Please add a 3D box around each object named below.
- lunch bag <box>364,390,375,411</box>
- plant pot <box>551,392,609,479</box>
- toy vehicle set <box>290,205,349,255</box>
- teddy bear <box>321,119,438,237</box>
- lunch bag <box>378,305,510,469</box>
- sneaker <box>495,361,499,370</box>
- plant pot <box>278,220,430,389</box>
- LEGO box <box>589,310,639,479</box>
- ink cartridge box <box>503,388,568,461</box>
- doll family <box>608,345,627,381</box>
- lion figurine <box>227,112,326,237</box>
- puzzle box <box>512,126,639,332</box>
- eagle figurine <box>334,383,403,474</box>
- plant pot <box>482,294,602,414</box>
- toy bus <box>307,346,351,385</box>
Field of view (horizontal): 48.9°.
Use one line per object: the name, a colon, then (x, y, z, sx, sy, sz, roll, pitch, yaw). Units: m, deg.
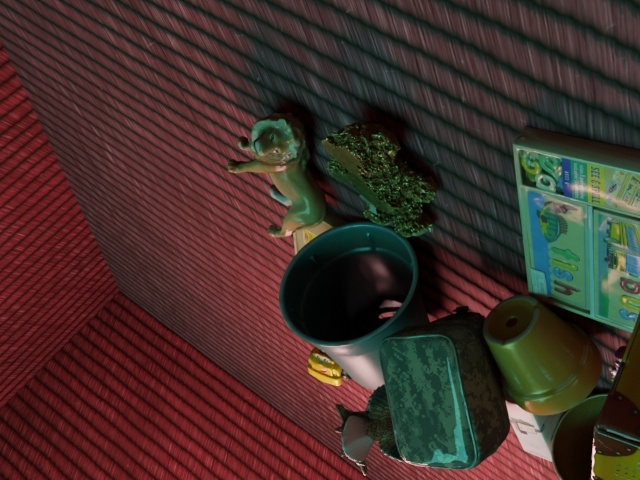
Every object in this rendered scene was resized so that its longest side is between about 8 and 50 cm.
lunch bag: (0.215, 0.438, 2.000, 0.138, 0.293, 0.221, 41, 155, 0)
plant pot: (0.688, 0.504, 1.574, 0.254, 0.237, 0.237, 38, 159, -30)
toy vehicle set: (0.000, 0.000, 1.908, 0.166, 0.035, 0.267, 32, 153, 20)
teddy bear: (0.132, -0.130, 1.471, 0.338, 0.113, 0.245, 48, 162, -30)
lunch bag: (0.288, 0.314, 1.517, 0.212, 0.256, 0.305, -12, 91, 42)
sneaker: (0.443, 0.277, 1.696, 0.081, 0.091, 0.232, 30, 174, 19)
plant pot: (0.121, 0.187, 1.738, 0.341, 0.341, 0.334, 20, 155, 38)
LEGO box: (0.657, 0.225, 0.911, 0.499, 0.372, 0.193, 17, 145, 31)
ink cartridge box: (0.519, 0.382, 1.648, 0.092, 0.160, 0.219, 11, 140, 47)
doll family: (0.679, 0.326, 1.385, 0.262, 0.118, 0.163, 17, 145, 41)
lion figurine: (-0.071, -0.144, 1.678, 0.240, 0.142, 0.392, 1, 143, 35)
puzzle box: (0.484, 0.000, 1.224, 0.272, 0.052, 0.409, 20, 147, 36)
eagle figurine: (0.187, 0.409, 1.661, 0.298, 0.225, 0.226, -21, 136, 17)
plant pot: (0.434, 0.217, 1.434, 0.188, 0.205, 0.205, 48, 154, -25)
toy bus: (0.052, 0.284, 2.087, 0.149, 0.220, 0.212, 18, 140, 35)
